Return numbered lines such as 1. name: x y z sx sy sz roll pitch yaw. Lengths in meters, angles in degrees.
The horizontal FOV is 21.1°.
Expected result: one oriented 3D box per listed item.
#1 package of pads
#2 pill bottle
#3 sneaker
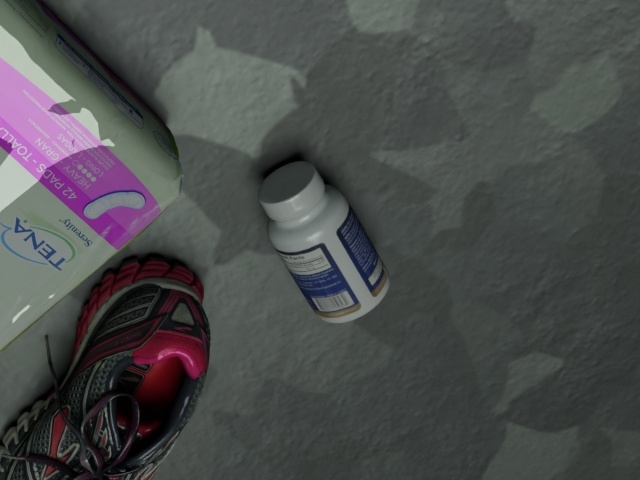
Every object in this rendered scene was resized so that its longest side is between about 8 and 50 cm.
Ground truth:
1. package of pads: -0.267 -0.032 1.204 0.296 0.101 0.229 -39 120 10
2. pill bottle: 0.000 0.000 1.312 0.067 0.067 0.120 -29 123 3
3. sneaker: -0.175 0.159 1.332 0.121 0.112 0.299 15 115 -22
